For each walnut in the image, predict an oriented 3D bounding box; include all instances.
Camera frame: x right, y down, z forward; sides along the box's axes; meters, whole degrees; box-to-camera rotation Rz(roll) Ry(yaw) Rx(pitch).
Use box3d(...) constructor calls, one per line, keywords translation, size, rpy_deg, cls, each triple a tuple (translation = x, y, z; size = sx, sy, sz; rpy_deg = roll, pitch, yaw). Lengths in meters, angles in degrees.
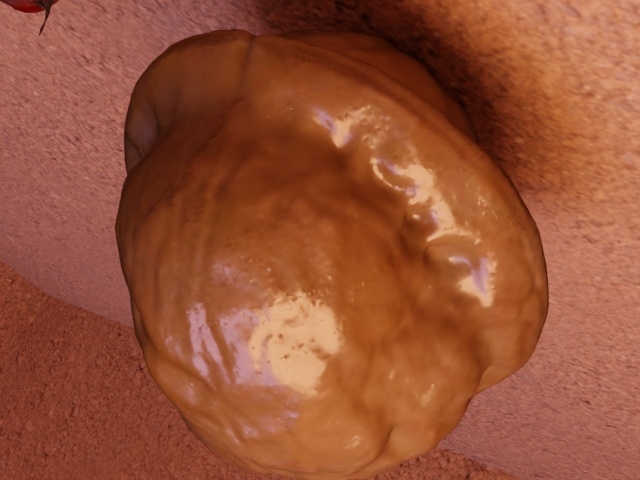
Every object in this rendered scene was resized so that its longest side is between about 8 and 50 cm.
box3d(translation=(0.001, 0.014, 0.874), size=(0.384, 0.383, 0.383), rpy_deg=(26, 163, 9), cls="walnut")

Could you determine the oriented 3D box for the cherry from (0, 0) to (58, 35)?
box3d(translation=(-0.275, -0.266, 0.968), size=(0.106, 0.087, 0.126), rpy_deg=(17, 142, 53), cls="cherry")
